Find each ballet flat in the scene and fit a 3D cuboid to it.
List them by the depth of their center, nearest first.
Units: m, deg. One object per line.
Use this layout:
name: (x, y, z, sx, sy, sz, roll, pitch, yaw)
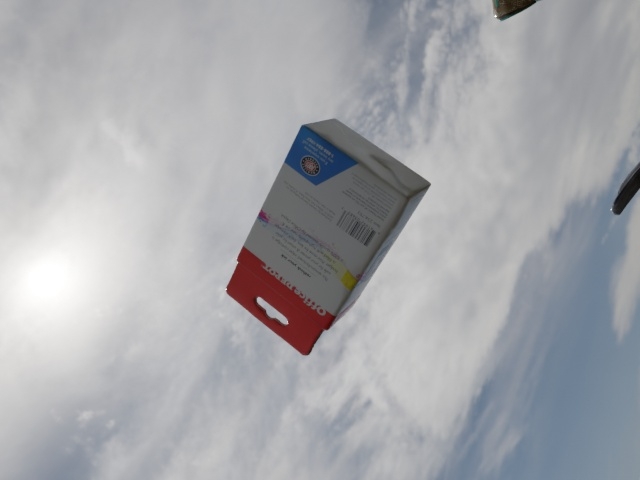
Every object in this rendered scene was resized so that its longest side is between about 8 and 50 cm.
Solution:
ballet flat: (0.404, -0.485, 1.125, 0.206, 0.073, 0.067, -32, -75, -31)

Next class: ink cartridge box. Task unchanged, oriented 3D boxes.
ink cartridge box: (0.000, 0.000, 0.647, 0.078, 0.134, 0.231, -31, -25, -58)

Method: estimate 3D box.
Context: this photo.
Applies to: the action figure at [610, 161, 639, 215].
action figure: (0.242, -0.059, 0.172, 0.164, 0.276, 0.140, -6, -83, -61)
